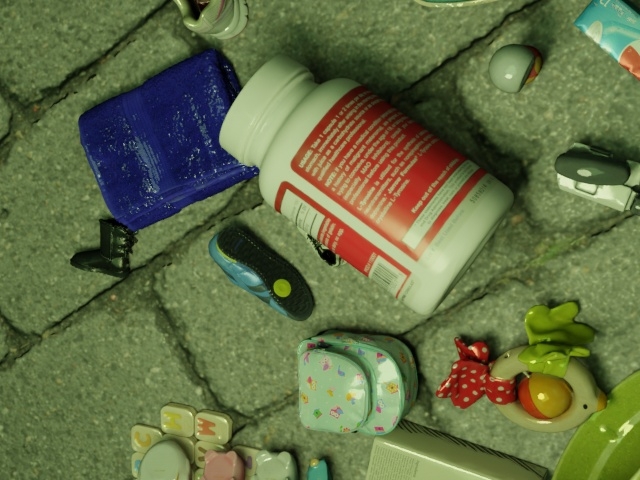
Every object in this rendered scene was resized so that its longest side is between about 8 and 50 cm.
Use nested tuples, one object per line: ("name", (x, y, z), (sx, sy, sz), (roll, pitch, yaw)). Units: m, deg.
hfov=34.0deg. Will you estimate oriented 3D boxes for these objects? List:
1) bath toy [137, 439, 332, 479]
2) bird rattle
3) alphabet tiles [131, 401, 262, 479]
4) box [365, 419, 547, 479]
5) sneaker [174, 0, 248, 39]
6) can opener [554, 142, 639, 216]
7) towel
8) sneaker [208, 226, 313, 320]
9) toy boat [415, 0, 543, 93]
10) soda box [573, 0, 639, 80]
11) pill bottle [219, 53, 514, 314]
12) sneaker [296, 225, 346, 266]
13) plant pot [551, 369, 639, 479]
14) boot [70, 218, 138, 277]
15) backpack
("bath toy", (-0.150, 0.440, 1.835), (0.349, 0.151, 0.129), (5, 151, 13))
("bird rattle", (0.316, 0.220, 1.595), (0.253, 0.143, 0.207), (-36, 103, 29))
("alphabet tiles", (-0.230, 0.441, 1.935), (0.278, 0.021, 0.284), (9, 108, 20))
("box", (0.217, 0.389, 1.696), (0.275, 0.094, 0.113), (17, 110, 17))
("sneaker", (-0.195, -0.435, 1.626), (0.103, 0.111, 0.252), (-17, 97, 25))
("can opener", (0.465, -0.059, 1.469), (0.284, 0.095, 0.075), (22, 112, 16))
("towel", (-0.255, -0.162, 1.747), (0.308, 0.076, 0.227), (-22, 96, 26))
("sneaker", (-0.102, 0.063, 1.762), (0.209, 0.069, 0.082), (40, 149, -2))
("toy boat", (0.239, -0.363, 1.448), (0.268, 0.148, 0.318), (-16, 98, 25))
("soda box", (0.450, -0.257, 1.432), (0.210, 0.071, 0.067), (42, 115, 7))
("pill bottle", (0.060, -0.093, 1.552), (0.408, 0.229, 0.229), (37, 115, 9))
("sneaker", (0.000, 0.000, 1.706), (0.109, 0.044, 0.040), (43, 118, 8))
("plant pot", (0.511, 0.362, 1.495), (0.254, 0.276, 0.276), (37, 115, -4))
("boot", (-0.387, 0.008, 1.866), (0.121, 0.045, 0.099), (12, 111, 11))
("backpack", (0.057, 0.233, 1.693), (0.189, 0.144, 0.165), (1, 98, 19))
